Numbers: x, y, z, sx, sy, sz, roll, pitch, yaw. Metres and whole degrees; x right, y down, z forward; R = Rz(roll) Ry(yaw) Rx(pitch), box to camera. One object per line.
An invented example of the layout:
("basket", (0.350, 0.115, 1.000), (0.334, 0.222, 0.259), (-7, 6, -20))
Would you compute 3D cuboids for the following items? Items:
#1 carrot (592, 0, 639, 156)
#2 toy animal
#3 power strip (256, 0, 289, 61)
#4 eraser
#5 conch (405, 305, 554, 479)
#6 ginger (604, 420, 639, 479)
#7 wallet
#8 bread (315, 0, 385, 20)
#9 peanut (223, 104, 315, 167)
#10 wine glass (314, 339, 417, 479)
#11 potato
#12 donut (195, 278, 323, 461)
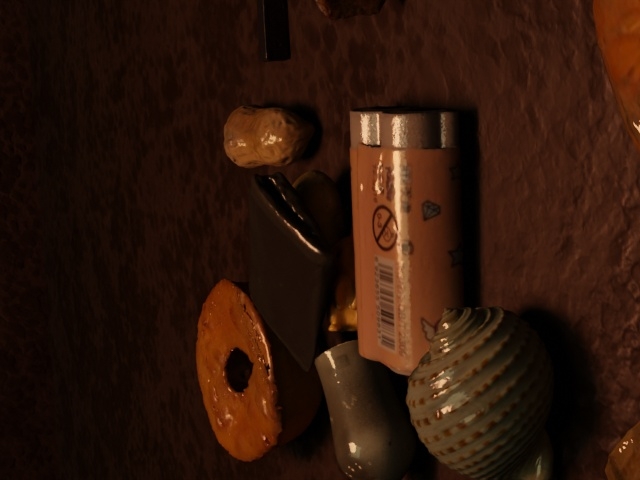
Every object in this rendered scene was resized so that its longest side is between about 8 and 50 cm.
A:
("carrot", (0.300, -0.088, 0.683), (0.224, 0.224, 0.340), (-16, 88, 63))
("toy animal", (0.045, 0.036, 1.387), (0.083, 0.070, 0.159), (-13, -77, -78))
("power strip", (-0.068, -0.307, 1.549), (0.029, 0.038, 0.111), (11, 105, 63))
("eraser", (0.095, -0.004, 1.252), (0.171, 0.087, 0.290), (15, 110, 60))
("conch", (0.156, 0.165, 1.105), (0.172, 0.131, 0.200), (-24, 76, 43))
("ginger", (0.318, 0.247, 0.853), (0.109, 0.116, 0.263), (-37, 49, 14))
("wallet", (-0.040, 0.043, 1.403), (0.168, 0.052, 0.245), (51, 151, 32))
("bread", (0.026, -0.452, 1.166), (0.416, 0.113, 0.165), (93, 166, -44))
("peanut", (-0.079, -0.146, 1.565), (0.214, 0.099, 0.099), (12, 107, 56))
("wine glass", (0.065, 0.240, 1.352), (0.103, 0.103, 0.231), (126, 135, -54))
("potato", (0.000, 0.000, 1.441), (0.105, 0.085, 0.188), (-142, 43, -78))
("donut", (-0.087, 0.185, 1.630), (0.277, 0.108, 0.277), (23, 116, 59))
